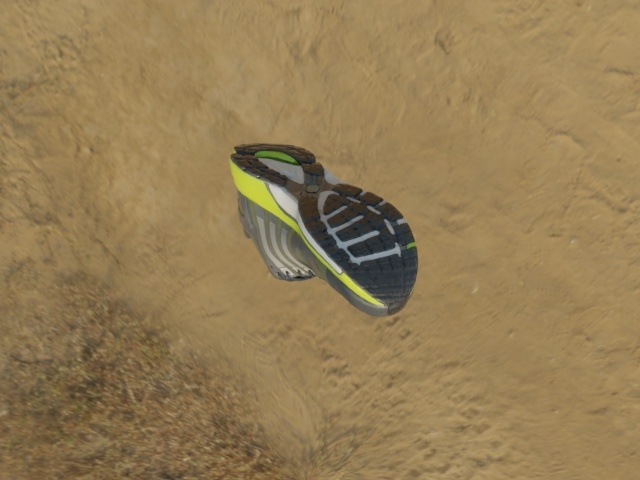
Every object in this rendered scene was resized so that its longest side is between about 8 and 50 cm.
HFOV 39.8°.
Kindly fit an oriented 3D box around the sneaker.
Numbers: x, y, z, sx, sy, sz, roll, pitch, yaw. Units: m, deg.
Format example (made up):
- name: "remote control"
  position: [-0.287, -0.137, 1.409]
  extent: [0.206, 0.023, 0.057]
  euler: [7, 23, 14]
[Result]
- name: "sneaker"
  position: [0.000, 0.000, 0.943]
  extent: [0.111, 0.121, 0.300]
  euler: [-15, 36, -26]
